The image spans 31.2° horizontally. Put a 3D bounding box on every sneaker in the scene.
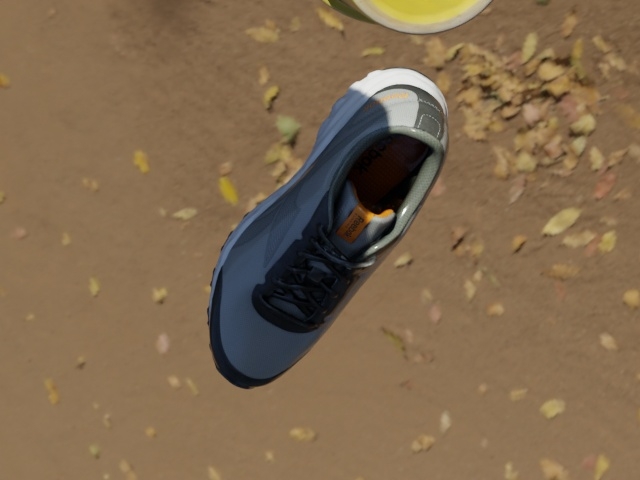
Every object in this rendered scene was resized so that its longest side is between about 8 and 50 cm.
[{"bbox_3d":[0.000,0.000,0.834,0.100,0.108,0.272,29,107,-15],"label":"sneaker"}]

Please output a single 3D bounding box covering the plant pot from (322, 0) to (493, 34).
[{"bbox_3d":[0.084,-0.314,1.106,0.253,0.239,0.254,-2,118,-5],"label":"plant pot"}]
